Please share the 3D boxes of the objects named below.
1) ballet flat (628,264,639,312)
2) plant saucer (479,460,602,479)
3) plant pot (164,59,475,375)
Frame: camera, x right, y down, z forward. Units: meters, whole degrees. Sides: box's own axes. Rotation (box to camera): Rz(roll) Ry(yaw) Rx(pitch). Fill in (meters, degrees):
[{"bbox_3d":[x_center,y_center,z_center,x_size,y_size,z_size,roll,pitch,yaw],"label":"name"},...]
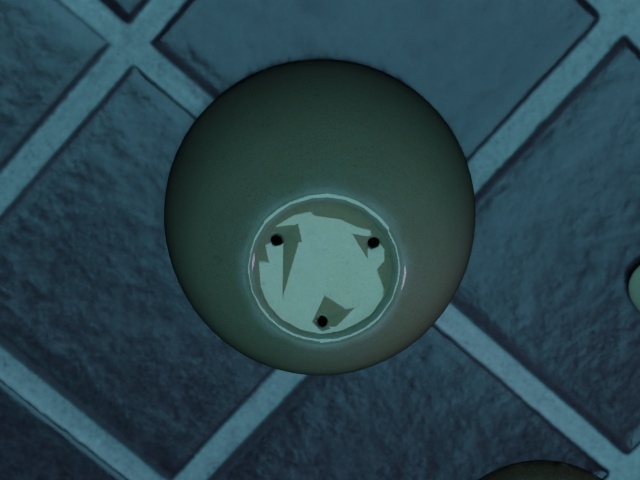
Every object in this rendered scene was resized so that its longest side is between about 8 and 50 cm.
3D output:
[{"bbox_3d":[0.401,0.084,1.459,0.248,0.086,0.086,23,103,-6],"label":"ballet flat"},{"bbox_3d":[0.210,0.310,1.539,0.199,0.036,0.198,0,104,0],"label":"plant saucer"},{"bbox_3d":[0.000,0.000,1.374,0.284,0.191,0.284,0,105,0],"label":"plant pot"}]
